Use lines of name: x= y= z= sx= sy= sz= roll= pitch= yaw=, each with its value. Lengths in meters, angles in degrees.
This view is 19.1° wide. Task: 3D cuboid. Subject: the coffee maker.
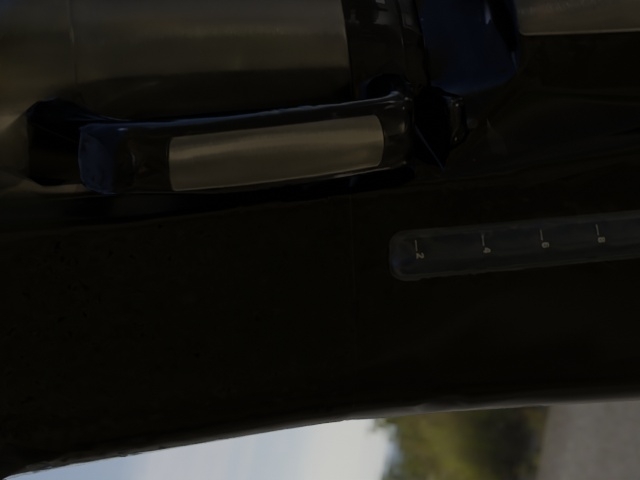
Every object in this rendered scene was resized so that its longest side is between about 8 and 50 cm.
coffee maker: x=0.000 y=0.000 z=0.444 sx=0.120 sy=0.178 sz=0.171 roll=-108 pitch=19 yaw=-49
